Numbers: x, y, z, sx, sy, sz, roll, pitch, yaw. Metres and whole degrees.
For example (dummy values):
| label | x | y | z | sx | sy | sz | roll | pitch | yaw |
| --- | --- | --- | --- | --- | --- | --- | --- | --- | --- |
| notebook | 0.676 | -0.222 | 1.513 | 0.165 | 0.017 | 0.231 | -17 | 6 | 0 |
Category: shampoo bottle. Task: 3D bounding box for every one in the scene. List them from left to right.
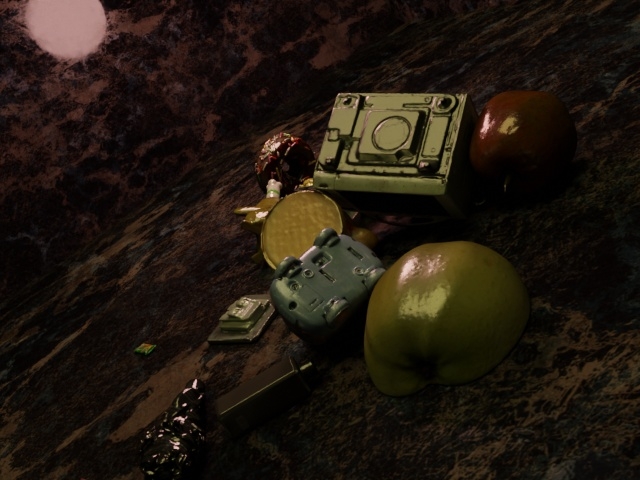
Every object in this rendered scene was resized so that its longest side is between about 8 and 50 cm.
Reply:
| label | x | y | z | sx | sy | sz | roll | pitch | yaw |
| --- | --- | --- | --- | --- | --- | --- | --- | --- | --- |
| shampoo bottle | -0.119 | 0.351 | 1.576 | 0.246 | 0.080 | 0.079 | -30 | 25 | -1 |

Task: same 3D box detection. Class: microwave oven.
| label | x | y | z | sx | sy | sz | roll | pitch | yaw |
| --- | --- | --- | --- | --- | --- | --- | --- | --- | --- |
| microwave oven | 0.217 | -0.236 | 1.914 | 0.395 | 0.247 | 0.332 | 6 | 70 | 28 |

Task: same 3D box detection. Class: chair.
| label | x | y | z | sx | sy | sz | roll | pitch | yaw |
| --- | --- | --- | --- | --- | --- | --- | --- | --- | --- |
| chair | 0.420 | -0.173 | 1.998 | 0.106 | 0.113 | 0.229 | -21 | 63 | 20 |

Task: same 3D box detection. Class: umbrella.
| label | x | y | z | sx | sy | sz | roll | pitch | yaw |
| --- | --- | --- | --- | --- | --- | --- | --- | --- | --- |
| umbrella | -0.318 | 0.428 | 1.606 | 0.154 | 0.128 | 0.336 | -22 | 22 | 24 |

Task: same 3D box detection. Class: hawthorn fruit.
| label | x | y | z | sx | sy | sz | roll | pitch | yaw |
| --- | --- | --- | --- | --- | --- | --- | --- | --- | --- |
| hawthorn fruit | 0.513 | -0.241 | 1.785 | 0.268 | 0.267 | 0.300 | -6 | 40 | 42 |

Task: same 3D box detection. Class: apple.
| label | x | y | z | sx | sy | sz | roll | pitch | yaw |
| --- | --- | --- | --- | --- | --- | --- | --- | --- | --- |
| apple | 0.260 | 0.170 | 1.494 | 0.360 | 0.312 | 0.320 | -61 | -6 | -51 |

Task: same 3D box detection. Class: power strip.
| label | x | y | z | sx | sy | sz | roll | pitch | yaw |
| --- | --- | --- | --- | --- | --- | --- | --- | --- | --- |
| power strip | -0.223 | 0.211 | 1.985 | 0.213 | 0.064 | 0.198 | -7 | 35 | 39 |

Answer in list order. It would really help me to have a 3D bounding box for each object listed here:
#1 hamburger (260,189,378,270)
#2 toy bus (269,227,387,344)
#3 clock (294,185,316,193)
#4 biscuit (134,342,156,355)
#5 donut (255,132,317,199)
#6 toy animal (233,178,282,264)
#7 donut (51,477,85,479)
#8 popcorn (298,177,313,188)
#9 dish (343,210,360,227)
| label | x | y | z | sx | sy | sz | roll | pitch | yaw |
| --- | --- | --- | --- | --- | --- | --- | --- | --- | --- |
| hamburger | 0.000 | 0.000 | 1.940 | 0.303 | 0.186 | 0.260 | -10 | 68 | 28 |
| toy bus | 0.017 | 0.134 | 1.689 | 0.197 | 0.231 | 0.294 | 38 | 57 | 21 |
| clock | 0.053 | -0.161 | 2.264 | 0.281 | 0.055 | 0.280 | -8 | 8 | 1 |
| biscuit | -0.554 | 0.342 | 2.160 | 0.089 | 0.016 | 0.046 | 0 | 38 | 48 |
| donut | -0.123 | -0.271 | 2.578 | 0.270 | 0.269 | 0.103 | -42 | 37 | -24 |
| toy animal | -0.179 | -0.065 | 2.336 | 0.180 | 0.181 | 0.363 | -24 | 21 | 3 |
| donut | -0.575 | 0.642 | 1.469 | 0.259 | 0.136 | 0.345 | -36 | 26 | -6 |
| popcorn | -0.026 | -0.167 | 2.459 | 0.106 | 0.120 | 0.116 | -3 | 33 | -39 |
| dish | 0.036 | -0.042 | 2.167 | 0.151 | 0.077 | 0.212 | -36 | 24 | -18 |
